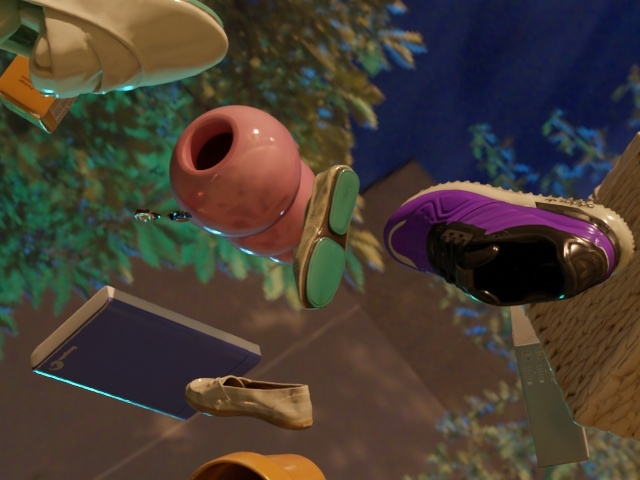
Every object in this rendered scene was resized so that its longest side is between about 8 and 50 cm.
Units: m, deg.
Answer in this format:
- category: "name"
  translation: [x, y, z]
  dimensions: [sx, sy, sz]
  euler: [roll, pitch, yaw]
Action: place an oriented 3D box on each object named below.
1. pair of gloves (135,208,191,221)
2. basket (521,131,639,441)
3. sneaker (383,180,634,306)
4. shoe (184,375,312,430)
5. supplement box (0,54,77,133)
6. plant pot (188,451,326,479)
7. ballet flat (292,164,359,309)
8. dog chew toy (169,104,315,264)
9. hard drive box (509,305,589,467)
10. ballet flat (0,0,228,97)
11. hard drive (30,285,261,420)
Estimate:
- category: "pair of gloves"
  translation: [-0.232, -0.035, 1.896]
  dimensions: [0.083, 0.010, 0.074]
  euler: [0, -9, -4]
- category: "basket"
  translation: [0.494, 0.092, 1.690]
  dimensions: [0.328, 0.266, 0.331]
  euler: [18, -55, -19]
- category: "sneaker"
  translation: [0.171, 0.010, 1.378]
  dimensions: [0.146, 0.293, 0.102]
  euler: [-35, -61, -46]
- category: "shoe"
  translation: [-0.100, 0.213, 1.784]
  dimensions: [0.076, 0.219, 0.058]
  euler: [-18, -70, -52]
- category: "supplement box"
  translation: [-0.323, -0.259, 1.675]
  dimensions: [0.233, 0.078, 0.080]
  euler: [-56, -6, -13]
- category: "plant pot"
  translation: [-0.086, 0.422, 2.032]
  dimensions: [0.205, 0.205, 0.188]
  euler: [-55, -20, 23]
- category: "ballet flat"
  translation: [0.000, 0.000, 1.331]
  dimensions: [0.057, 0.052, 0.168]
  euler: [37, -121, -36]
- category: "dog chew toy"
  translation: [-0.095, -0.070, 2.038]
  dimensions: [0.206, 0.207, 0.332]
  euler: [-42, -38, 3]
- category: "hard drive box"
  translation: [0.387, 0.236, 2.178]
  dimensions: [0.089, 0.181, 0.232]
  euler: [-11, -72, 10]
- category: "ballet flat"
  translation: [-0.296, -0.211, 1.270]
  dimensions: [0.139, 0.400, 0.139]
  euler: [18, -90, -88]
- category: "hard drive"
  translation: [-0.285, 0.194, 2.124]
  dimensions: [0.318, 0.040, 0.210]
  euler: [26, -53, -38]
